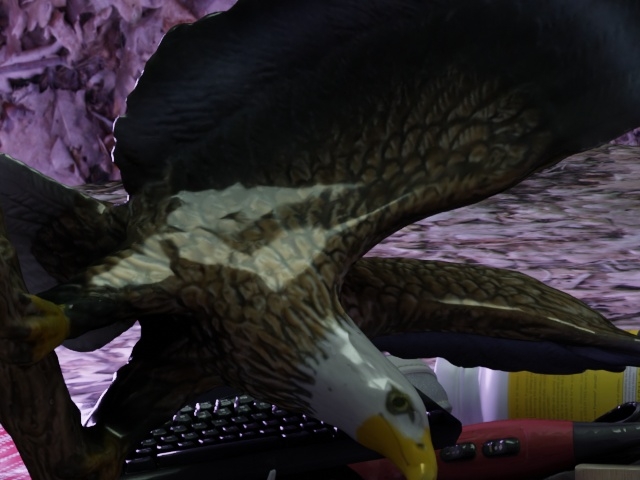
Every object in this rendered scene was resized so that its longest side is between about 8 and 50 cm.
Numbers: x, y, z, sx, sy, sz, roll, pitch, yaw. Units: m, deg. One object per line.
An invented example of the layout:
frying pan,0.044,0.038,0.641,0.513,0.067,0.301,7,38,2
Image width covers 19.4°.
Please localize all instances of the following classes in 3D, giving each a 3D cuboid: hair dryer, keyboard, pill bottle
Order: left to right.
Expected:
keyboard,-0.038,0.084,0.840,0.180,0.023,0.108,-6,10,-20
hair dryer,0.070,0.112,1.068,0.294,0.080,0.223,-3,-21,-18
pill bottle,0.183,0.118,1.422,0.184,0.103,0.103,0,10,16

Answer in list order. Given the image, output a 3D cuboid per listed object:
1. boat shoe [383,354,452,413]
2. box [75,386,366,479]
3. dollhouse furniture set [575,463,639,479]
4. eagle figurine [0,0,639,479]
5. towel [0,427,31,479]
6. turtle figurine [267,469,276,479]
boat shoe,0.017,0.162,1.263,0.118,0.103,0.320,-48,-11,21
box,-0.042,0.185,0.863,0.103,0.184,0.261,-8,10,-17
dollhouse furniture set,0.143,0.168,1.078,0.144,0.123,0.151,0,10,15
eagle figurine,0.006,0.009,0.736,0.298,0.225,0.226,-27,-7,-20
towel,-0.187,0.175,1.426,0.275,0.031,0.199,3,10,32
turtle figurine,0.046,0.193,0.632,0.118,0.234,0.175,-11,12,-36
